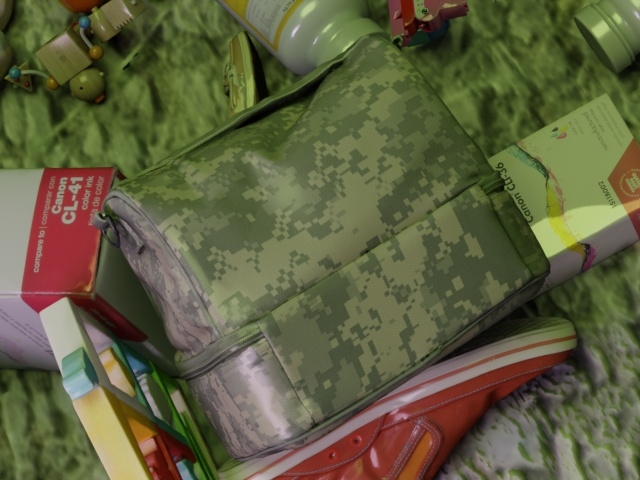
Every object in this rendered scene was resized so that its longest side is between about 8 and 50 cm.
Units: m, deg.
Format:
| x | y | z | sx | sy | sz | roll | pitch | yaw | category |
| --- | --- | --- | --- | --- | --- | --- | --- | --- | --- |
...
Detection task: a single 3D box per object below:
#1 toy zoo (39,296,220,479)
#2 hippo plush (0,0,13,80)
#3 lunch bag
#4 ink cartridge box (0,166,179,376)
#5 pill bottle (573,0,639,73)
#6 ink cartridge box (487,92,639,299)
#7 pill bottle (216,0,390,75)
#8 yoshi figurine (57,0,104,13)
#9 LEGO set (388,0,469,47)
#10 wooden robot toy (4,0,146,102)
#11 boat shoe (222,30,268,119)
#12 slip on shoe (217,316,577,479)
| x | y | z | sx | sy | sz | roll | pitch | yaw | category |
| --- | --- | --- | --- | --- | --- | --- | --- | --- | --- |
| -0.149 | 0.161 | 1.626 | 0.030 | 0.293 | 0.192 | -31 | 64 | 5 | toy zoo |
| -0.451 | -0.243 | 1.919 | 0.234 | 0.236 | 0.294 | -20 | 65 | 11 | hippo plush |
| 0.000 | 0.000 | 1.584 | 0.305 | 0.212 | 0.256 | -31 | 91 | -17 | lunch bag |
| -0.289 | 0.030 | 1.764 | 0.306 | 0.226 | 0.131 | 2 | 70 | 19 | ink cartridge box |
| 0.310 | -0.222 | 1.734 | 0.160 | 0.087 | 0.087 | -37 | 63 | 3 | pill bottle |
| 0.196 | -0.026 | 1.707 | 0.198 | 0.067 | 0.115 | -30 | 64 | 6 | ink cartridge box |
| -0.019 | -0.222 | 1.838 | 0.103 | 0.103 | 0.184 | -44 | 63 | -1 | pill bottle |
| -0.120 | -0.372 | 1.923 | 0.362 | 0.203 | 0.203 | -28 | 27 | 21 | yoshi figurine |
| 0.112 | -0.271 | 1.826 | 0.093 | 0.087 | 0.227 | -11 | 60 | 11 | LEGO set |
| -0.232 | -0.178 | 1.926 | 0.173 | 0.076 | 0.079 | -32 | 100 | 20 | wooden robot toy |
| -0.077 | -0.127 | 1.849 | 0.048 | 0.056 | 0.153 | -11 | 74 | 10 | boat shoe |
| 0.075 | 0.160 | 1.665 | 0.331 | 0.123 | 0.101 | -29 | 95 | 1 | slip on shoe |
